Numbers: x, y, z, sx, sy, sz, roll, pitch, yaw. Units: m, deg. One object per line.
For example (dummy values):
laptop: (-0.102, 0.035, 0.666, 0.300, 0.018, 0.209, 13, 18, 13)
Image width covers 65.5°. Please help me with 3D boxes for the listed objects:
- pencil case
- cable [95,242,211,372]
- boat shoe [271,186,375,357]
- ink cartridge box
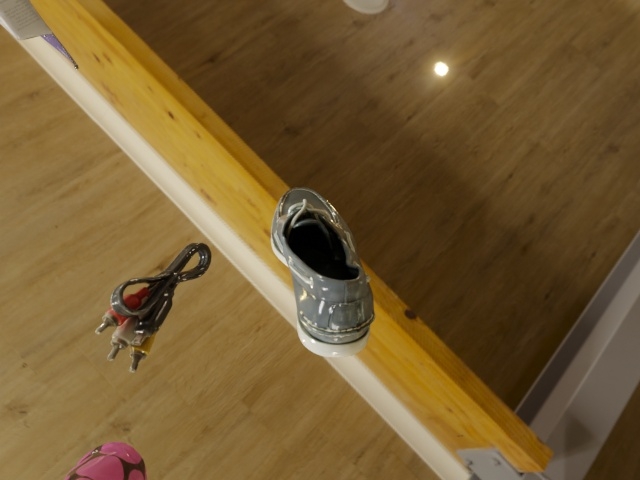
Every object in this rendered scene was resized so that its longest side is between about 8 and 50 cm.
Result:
pencil case: (-0.247, 0.275, 0.477, 0.098, 0.209, 0.095, -42, -93, 1)
cable: (-0.290, 0.081, 0.876, 0.072, 0.139, 0.287, -8, -145, 20)
boat shoe: (0.000, 0.000, 0.631, 0.117, 0.098, 0.319, -3, -146, -9)
ink cartridge box: (-0.414, -0.324, 0.610, 0.045, 0.223, 0.223, -40, -132, -14)
